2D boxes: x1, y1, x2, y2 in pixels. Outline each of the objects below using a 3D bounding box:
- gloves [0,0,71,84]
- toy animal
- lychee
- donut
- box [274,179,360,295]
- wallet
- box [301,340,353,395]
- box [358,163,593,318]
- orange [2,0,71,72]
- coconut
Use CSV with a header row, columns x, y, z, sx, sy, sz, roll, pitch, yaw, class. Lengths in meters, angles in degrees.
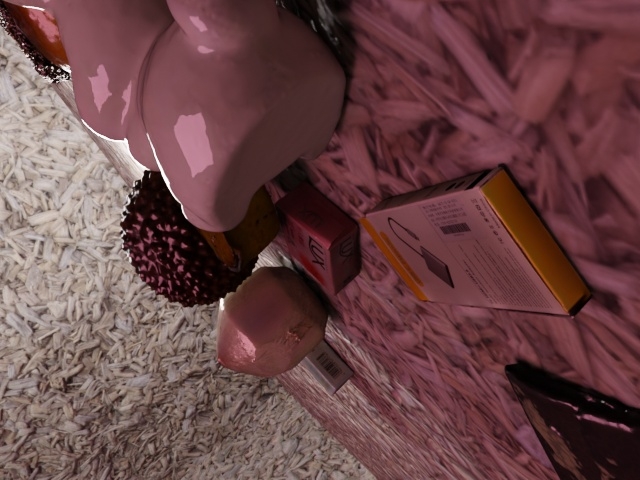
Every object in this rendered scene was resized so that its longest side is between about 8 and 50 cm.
x,y,z,sx,sy,sz,roll,pitch,yaw,class
-0.632,-0.488,1.279,0.312,0.135,0.210,56,164,-21,gloves
-0.151,-0.199,0.554,0.368,0.196,0.241,41,155,23,toy animal
-0.233,-0.021,1.054,0.267,0.267,0.267,45,164,17,lychee
-0.142,-0.087,0.811,0.272,0.107,0.272,52,165,20,donut
0.000,0.000,0.835,0.111,0.060,0.156,40,163,25,box
0.312,0.272,0.637,0.321,0.044,0.170,57,165,-23,wallet
-0.025,0.284,1.538,0.243,0.067,0.155,45,162,13,box
0.125,0.007,0.558,0.129,0.033,0.247,52,164,-10,box
-0.307,-0.312,0.740,0.224,0.170,0.224,43,160,19,orange
-0.109,0.176,1.211,0.224,0.234,0.224,41,164,15,coconut
